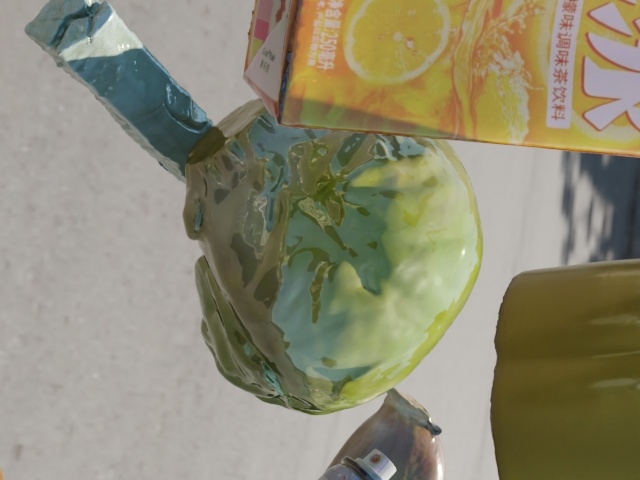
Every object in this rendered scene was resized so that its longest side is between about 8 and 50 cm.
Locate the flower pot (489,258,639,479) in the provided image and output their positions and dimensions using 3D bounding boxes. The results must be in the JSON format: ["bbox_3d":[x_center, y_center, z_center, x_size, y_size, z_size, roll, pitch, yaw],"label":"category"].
[{"bbox_3d":[0.200,0.089,0.718,0.195,0.179,0.195,33,50,-51],"label":"flower pot"}]

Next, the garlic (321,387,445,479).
[{"bbox_3d":[0.053,0.317,1.822,0.266,0.148,0.128,-51,-177,-9],"label":"garlic"}]

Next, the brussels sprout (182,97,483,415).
[{"bbox_3d":[0.012,0.000,1.362,0.274,0.242,0.316,-20,114,-17],"label":"brussels sprout"}]

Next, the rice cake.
[{"bbox_3d":[-0.153,-0.121,1.323,0.066,0.063,0.336,-48,154,-3],"label":"rice cake"}]

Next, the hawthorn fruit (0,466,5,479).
[{"bbox_3d":[-0.341,0.196,0.962,0.298,0.277,0.277,61,39,-46],"label":"hawthorn fruit"}]

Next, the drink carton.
[{"bbox_3d":[0.086,-0.093,0.635,0.071,0.223,0.096,-126,-136,-63],"label":"drink carton"}]

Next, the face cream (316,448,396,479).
[{"bbox_3d":[-0.010,0.317,1.619,0.229,0.075,0.075,-42,144,-15],"label":"face cream"}]
